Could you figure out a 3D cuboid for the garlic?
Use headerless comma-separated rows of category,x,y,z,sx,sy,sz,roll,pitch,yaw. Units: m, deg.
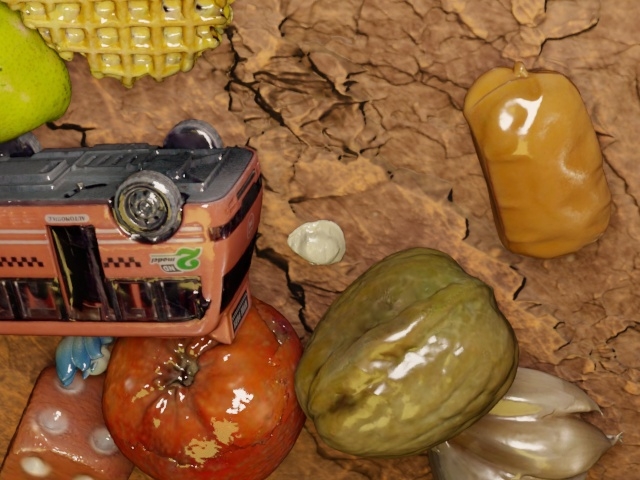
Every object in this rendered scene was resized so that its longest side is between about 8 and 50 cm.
garlic,0.261,0.283,1.521,0.292,0.210,0.237,23,95,-1

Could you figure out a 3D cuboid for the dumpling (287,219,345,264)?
dumpling,-0.001,0.000,1.395,0.077,0.043,0.059,29,106,-7

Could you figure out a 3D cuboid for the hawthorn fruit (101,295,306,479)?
hawthorn fruit,-0.133,0.223,1.471,0.276,0.276,0.307,-6,142,16

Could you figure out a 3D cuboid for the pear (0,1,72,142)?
pear,-0.394,-0.191,1.246,0.219,0.187,0.187,25,131,-32

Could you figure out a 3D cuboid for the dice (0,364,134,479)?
dice,-0.363,0.300,1.627,0.179,0.174,0.175,21,128,-10

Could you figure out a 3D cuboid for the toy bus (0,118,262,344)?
toy bus,-0.285,-0.002,1.323,0.427,0.203,0.233,0,115,13

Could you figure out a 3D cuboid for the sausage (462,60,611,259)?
sausage,0.239,-0.088,1.223,0.136,0.120,0.241,-21,121,9

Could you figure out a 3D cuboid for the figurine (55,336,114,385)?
figurine,-0.334,0.165,1.553,0.114,0.114,0.079,-29,112,30

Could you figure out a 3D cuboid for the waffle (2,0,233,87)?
waffle,-0.207,-0.269,1.181,0.245,0.052,0.254,-30,136,27

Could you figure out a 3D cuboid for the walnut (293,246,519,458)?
walnut,0.103,0.145,1.356,0.227,0.283,0.283,53,128,16
